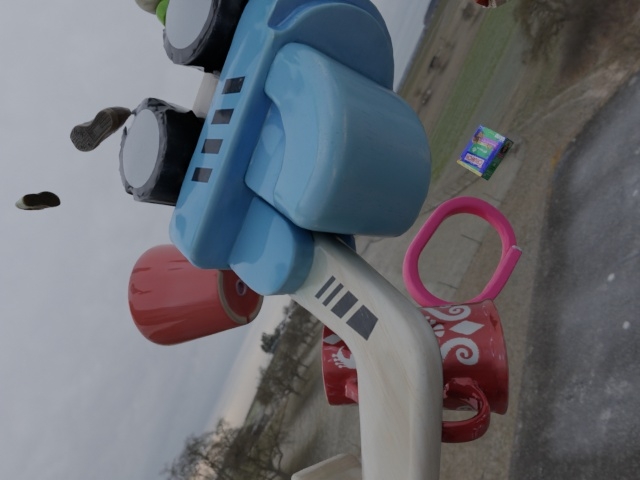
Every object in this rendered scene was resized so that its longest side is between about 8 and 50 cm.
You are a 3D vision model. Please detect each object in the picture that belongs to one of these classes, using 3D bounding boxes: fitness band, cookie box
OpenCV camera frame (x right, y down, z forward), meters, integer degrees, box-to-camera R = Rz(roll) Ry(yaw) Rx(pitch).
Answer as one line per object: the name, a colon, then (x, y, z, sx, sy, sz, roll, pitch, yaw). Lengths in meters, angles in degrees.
fitness band: (0.304, 0.033, 0.999, 0.290, 0.209, 0.054, -52, -12, -20)
cookie box: (0.404, -0.216, 1.142, 0.107, 0.040, 0.092, -61, 41, 18)

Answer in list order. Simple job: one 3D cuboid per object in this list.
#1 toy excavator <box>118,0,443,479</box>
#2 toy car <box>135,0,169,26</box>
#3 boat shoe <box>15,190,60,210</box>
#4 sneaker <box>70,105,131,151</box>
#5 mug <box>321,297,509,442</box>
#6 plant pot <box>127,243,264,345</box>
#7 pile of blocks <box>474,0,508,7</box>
toy excavator: (0.000, 0.000, 0.430, 0.222, 0.445, 0.432, 6, -67, -47)
toy car: (-0.263, -0.499, 0.914, 0.149, 0.155, 0.188, -46, -12, 23)
boat shoe: (-0.800, -0.111, 1.312, 0.135, 0.045, 0.050, -17, -91, -77)
sneaker: (-0.520, -0.264, 1.104, 0.189, 0.066, 0.071, -14, 17, 35)
mug: (0.088, 0.118, 0.456, 0.150, 0.170, 0.113, 16, -109, -79)
plant pot: (-0.294, 0.126, 1.169, 0.275, 0.243, 0.274, 33, -127, -59)
pile of blocks: (0.297, -0.610, 0.890, 0.362, 0.113, 0.148, 60, -174, -48)
